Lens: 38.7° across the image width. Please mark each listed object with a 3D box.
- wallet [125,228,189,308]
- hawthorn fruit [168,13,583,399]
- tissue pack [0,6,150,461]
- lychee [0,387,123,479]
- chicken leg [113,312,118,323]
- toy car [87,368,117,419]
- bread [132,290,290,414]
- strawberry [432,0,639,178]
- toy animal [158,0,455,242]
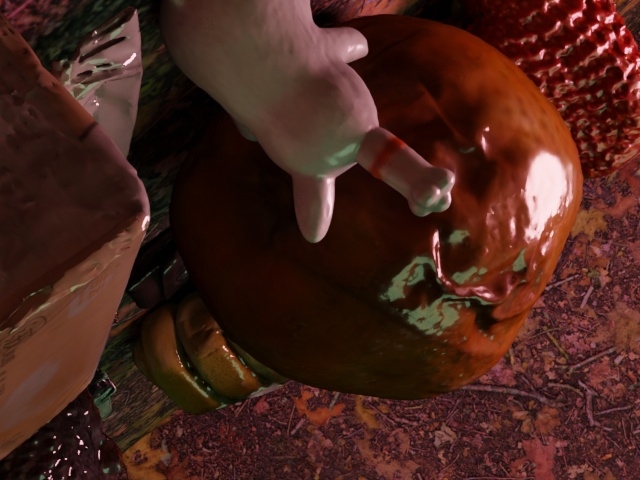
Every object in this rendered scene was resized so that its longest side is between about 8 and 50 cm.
[{"bbox_3d":[-0.219,0.033,1.393,0.182,0.049,0.229,-41,174,-13],"label":"wallet"},{"bbox_3d":[0.066,-0.032,1.026,0.472,0.472,0.472,-39,172,-7],"label":"hawthorn fruit"},{"bbox_3d":[-0.214,-0.012,0.610,0.238,0.238,0.305,-35,169,-31],"label":"tissue pack"},{"bbox_3d":[-0.395,0.299,1.165,0.300,0.300,0.300,-39,172,-7],"label":"lychee"},{"bbox_3d":[-0.331,0.111,1.353,0.062,0.037,0.145,-17,170,-2],"label":"chicken leg"},{"bbox_3d":[-0.417,0.281,1.520,0.141,0.097,0.320,-37,-177,-20],"label":"toy car"},{"bbox_3d":[-0.182,0.208,1.721,0.341,0.210,0.300,-19,162,1],"label":"bread"},{"bbox_3d":[0.314,-0.232,1.297,0.312,0.351,0.267,-53,174,35],"label":"strawberry"},{"bbox_3d":[-0.016,-0.118,0.772,0.140,0.282,0.138,-40,-173,16],"label":"toy animal"}]
